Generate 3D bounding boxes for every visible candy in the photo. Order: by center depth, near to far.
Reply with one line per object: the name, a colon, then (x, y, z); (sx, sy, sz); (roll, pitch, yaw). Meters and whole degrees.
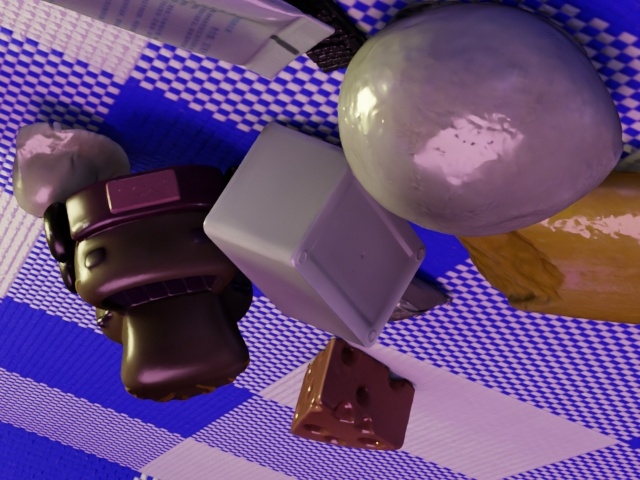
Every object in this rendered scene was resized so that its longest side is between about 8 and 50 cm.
candy: (0.148, -0.102, 1.367); (0.295, 0.185, 0.295); (18, 154, 9)

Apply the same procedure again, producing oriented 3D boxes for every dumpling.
dumpling: (-0.321, -0.088, 1.829); (0.155, 0.111, 0.181); (-4, 176, 4)

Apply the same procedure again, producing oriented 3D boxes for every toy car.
toy car: (-0.197, 0.060, 1.799); (0.271, 0.240, 0.341); (-12, 159, -3)

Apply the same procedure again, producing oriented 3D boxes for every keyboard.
keyboard: (-0.031, -0.235, 1.378); (0.072, 0.023, 0.231); (-13, 145, 31)

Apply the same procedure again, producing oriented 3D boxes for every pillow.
pillow: (0.057, 0.086, 2.011); (0.169, 0.059, 0.255); (26, 155, -27)

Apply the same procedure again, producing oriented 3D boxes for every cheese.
cheese: (0.065, 0.263, 2.331); (0.177, 0.128, 0.203); (18, 153, -8)

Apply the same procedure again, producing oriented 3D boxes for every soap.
soap: (0.322, 0.013, 1.589); (0.427, 0.115, 0.306); (3, 150, 31)

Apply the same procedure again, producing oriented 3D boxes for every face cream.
face cream: (-0.210, -0.250, 1.348); (0.420, 0.137, 0.235); (21, 168, -14)

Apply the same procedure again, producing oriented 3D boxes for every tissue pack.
tissue pack: (0.001, -0.001, 1.683); (0.136, 0.159, 0.246); (22, 162, 34)
